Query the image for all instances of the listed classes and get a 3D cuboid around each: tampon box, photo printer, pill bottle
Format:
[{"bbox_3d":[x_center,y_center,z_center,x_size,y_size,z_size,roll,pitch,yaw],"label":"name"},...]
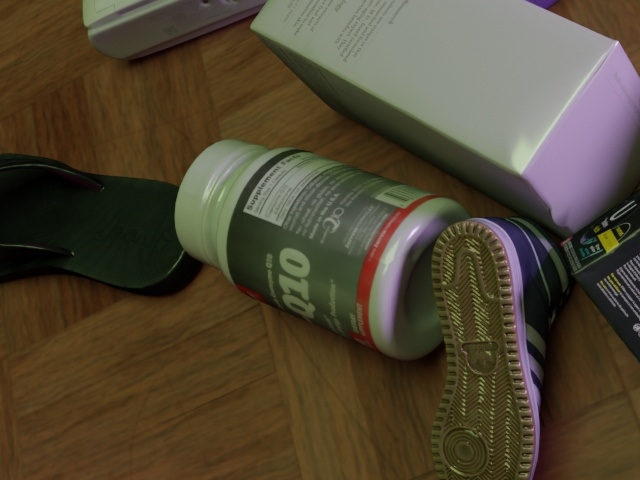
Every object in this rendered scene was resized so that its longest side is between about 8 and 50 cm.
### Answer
[{"bbox_3d":[0.307,0.007,1.177,0.161,0.120,0.101,-37,97,11],"label":"tampon box"},{"bbox_3d":[-0.172,-0.396,1.663,0.256,0.107,0.307,-18,60,22],"label":"photo printer"},{"bbox_3d":[0.000,0.000,1.352,0.283,0.161,0.161,21,80,35],"label":"pill bottle"}]

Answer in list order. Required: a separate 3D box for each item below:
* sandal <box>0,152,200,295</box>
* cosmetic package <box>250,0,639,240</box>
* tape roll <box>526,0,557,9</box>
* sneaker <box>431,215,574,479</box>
[{"bbox_3d":[-0.333,-0.034,1.593,0.446,0.107,0.167,3,70,31],"label":"sandal"},{"bbox_3d":[0.132,-0.156,1.326,0.366,0.197,0.155,32,86,34],"label":"cosmetic package"},{"bbox_3d":[0.188,-0.328,1.442,0.189,0.080,0.189,-12,63,24],"label":"tape roll"},{"bbox_3d":[0.173,0.112,1.255,0.099,0.153,0.282,1,100,28],"label":"sneaker"}]
